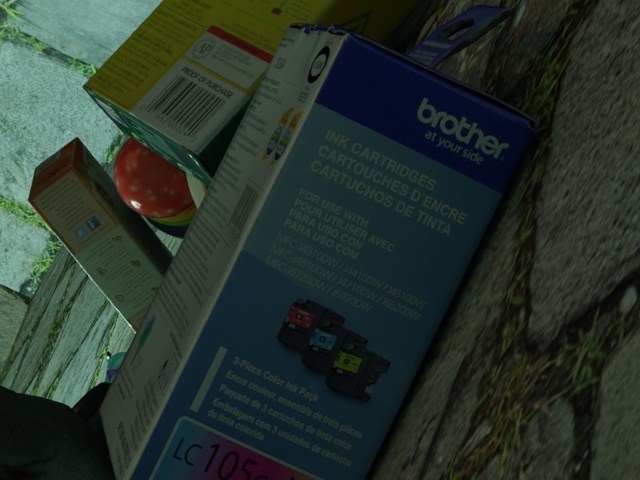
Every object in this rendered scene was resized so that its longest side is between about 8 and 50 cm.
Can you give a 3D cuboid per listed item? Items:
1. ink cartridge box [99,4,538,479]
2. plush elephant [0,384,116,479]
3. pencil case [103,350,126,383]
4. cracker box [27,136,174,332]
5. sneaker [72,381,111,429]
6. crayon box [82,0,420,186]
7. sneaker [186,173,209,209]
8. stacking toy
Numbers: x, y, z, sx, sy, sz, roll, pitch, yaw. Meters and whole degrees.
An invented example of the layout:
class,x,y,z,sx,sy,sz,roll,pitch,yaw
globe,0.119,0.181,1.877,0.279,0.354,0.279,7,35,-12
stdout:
class,x,y,z,sx,sy,sz,roll,pitch,yaw
ink cartridge box,0.000,0.000,1.379,0.395,0.151,0.270,-65,12,3
plush elephant,-0.222,0.263,1.508,0.255,0.272,0.330,-48,-14,12
pencil case,-0.227,0.194,2.228,0.070,0.064,0.151,90,-168,-49
cracker box,-0.219,0.009,2.164,0.067,0.232,0.156,-37,14,5
sneaker,-0.165,0.200,1.708,0.083,0.098,0.223,-47,-19,-22
crayon box,-0.046,-0.203,1.855,0.318,0.081,0.202,-48,42,-8
sneaker,-0.028,-0.155,1.951,0.148,0.131,0.350,-24,47,45
stacking toy,-0.147,-0.070,2.083,0.141,0.141,0.330,-64,-2,1
